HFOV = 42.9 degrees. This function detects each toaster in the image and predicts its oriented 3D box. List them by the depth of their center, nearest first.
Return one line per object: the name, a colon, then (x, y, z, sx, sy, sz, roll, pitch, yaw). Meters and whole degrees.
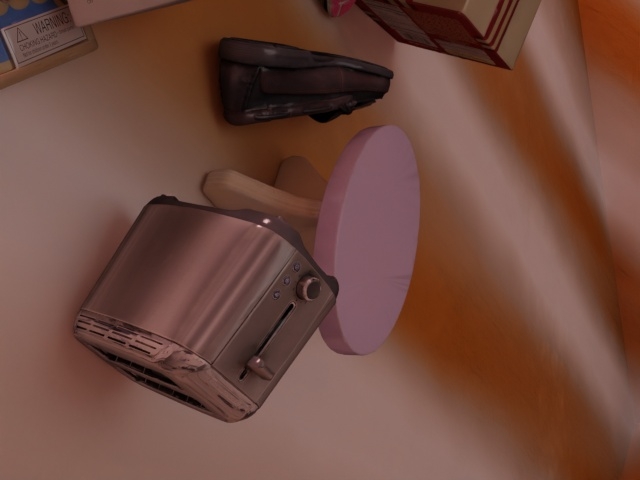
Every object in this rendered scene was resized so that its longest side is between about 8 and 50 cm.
toaster: (-0.107, 0.054, 0.690, 0.146, 0.227, 0.129, -58, 136, -22)

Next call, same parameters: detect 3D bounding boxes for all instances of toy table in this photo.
toy table: (0.000, 0.000, 0.912, 0.252, 0.161, 0.274, 62, 37, -35)

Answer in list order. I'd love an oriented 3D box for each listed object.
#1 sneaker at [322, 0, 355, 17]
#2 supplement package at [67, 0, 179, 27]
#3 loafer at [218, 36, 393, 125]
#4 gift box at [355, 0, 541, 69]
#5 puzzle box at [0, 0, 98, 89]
sneaker: (0.012, -0.386, 1.090, 0.063, 0.075, 0.170, -35, 141, -29)
supplement package: (-0.148, -0.249, 0.686, 0.179, 0.105, 0.105, -79, 155, -71)
loafer: (-0.018, -0.184, 0.991, 0.302, 0.109, 0.095, -7, 112, -54)
gift box: (0.203, -0.426, 1.208, 0.276, 0.255, 0.258, 16, 97, -62)
puzzle box: (-0.324, -0.188, 0.481, 0.409, 0.052, 0.272, -48, 126, -52)
